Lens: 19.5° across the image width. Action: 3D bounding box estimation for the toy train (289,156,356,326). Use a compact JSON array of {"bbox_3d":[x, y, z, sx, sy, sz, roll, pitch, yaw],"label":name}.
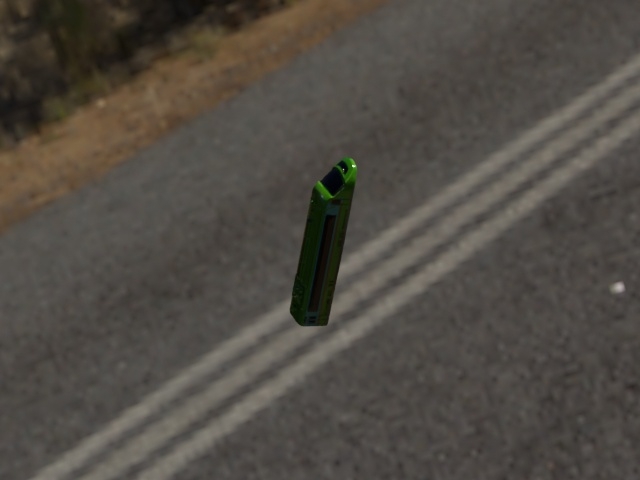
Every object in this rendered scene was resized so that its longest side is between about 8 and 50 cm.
[{"bbox_3d":[0.000,0.000,2.165,0.042,0.209,0.044,-2,28,-24],"label":"toy train"}]
